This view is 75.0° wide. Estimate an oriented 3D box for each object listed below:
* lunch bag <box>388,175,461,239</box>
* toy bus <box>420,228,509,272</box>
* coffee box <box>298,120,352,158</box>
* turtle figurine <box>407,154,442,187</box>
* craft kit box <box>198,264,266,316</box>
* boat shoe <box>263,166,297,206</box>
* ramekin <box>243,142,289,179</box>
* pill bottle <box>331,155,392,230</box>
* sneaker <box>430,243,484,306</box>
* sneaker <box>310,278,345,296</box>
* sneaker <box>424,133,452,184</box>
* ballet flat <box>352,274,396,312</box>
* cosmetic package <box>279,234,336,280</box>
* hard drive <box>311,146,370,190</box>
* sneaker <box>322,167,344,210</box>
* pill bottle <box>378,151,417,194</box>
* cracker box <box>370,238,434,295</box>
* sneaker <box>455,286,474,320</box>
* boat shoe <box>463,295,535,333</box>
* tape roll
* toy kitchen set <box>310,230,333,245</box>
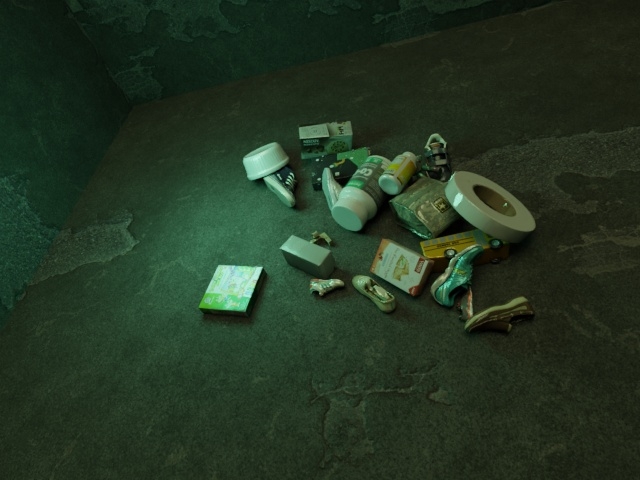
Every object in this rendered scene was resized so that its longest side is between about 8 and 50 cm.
[{"bbox_3d":[0.492,-0.144,1.869,0.235,0.168,0.287,-36,37,-14],"label":"lunch bag"},{"bbox_3d":[0.595,0.041,1.732,0.333,0.108,0.130,-13,45,8],"label":"toy bus"},{"bbox_3d":[0.028,-0.573,2.383,0.298,0.168,0.118,-5,58,-3],"label":"coffee box"},{"bbox_3d":[0.475,-0.346,2.080,0.234,0.118,0.175,28,99,36],"label":"turtle figurine"},{"bbox_3d":[-0.407,0.230,1.945,0.247,0.061,0.249,-1,49,21],"label":"craft kit box"},{"bbox_3d":[-0.185,-0.312,2.294,0.158,0.127,0.340,-35,43,-10],"label":"boat shoe"},{"bbox_3d":[-0.324,-0.468,2.424,0.273,0.127,0.273,-21,21,9],"label":"ramekin"},{"bbox_3d":[0.218,-0.229,2.035,0.204,0.204,0.361,18,57,31],"label":"pill bottle"},{"bbox_3d":[0.550,0.138,1.619,0.275,0.107,0.110,-56,41,10],"label":"sneaker"},{"bbox_3d":[0.029,0.210,1.820,0.162,0.057,0.075,0,66,17],"label":"sneaker"},{"bbox_3d":[0.595,-0.414,2.129,0.126,0.127,0.321,-9,49,10],"label":"sneaker"},{"bbox_3d":[0.218,0.201,1.735,0.086,0.086,0.248,-38,48,-16],"label":"ballet flat"},{"bbox_3d":[-0.054,0.079,1.909,0.238,0.127,0.107,24,60,36],"label":"cosmetic package"},{"bbox_3d":[0.119,-0.401,2.321,0.339,0.064,0.236,-11,47,11],"label":"hard drive"},{"bbox_3d":[0.073,-0.264,2.179,0.091,0.094,0.257,-3,67,-21],"label":"sneaker"},{"bbox_3d":[0.371,-0.320,1.957,0.117,0.117,0.215,20,56,32],"label":"pill bottle"},{"bbox_3d":[0.335,0.108,1.730,0.232,0.067,0.155,29,106,36],"label":"cracker box"},{"bbox_3d":[0.553,0.239,1.604,0.065,0.061,0.157,-6,47,24],"label":"sneaker"},{"bbox_3d":[0.651,0.286,1.504,0.258,0.095,0.095,-23,52,-3],"label":"boat shoe"},{"bbox_3d":[0.702,-0.146,1.736,0.392,0.072,0.392,18,37,-14],"label":"tape roll"},{"bbox_3d":[0.000,0.000,1.998,0.083,0.068,0.075,-33,47,-10],"label":"toy kitchen set"}]
